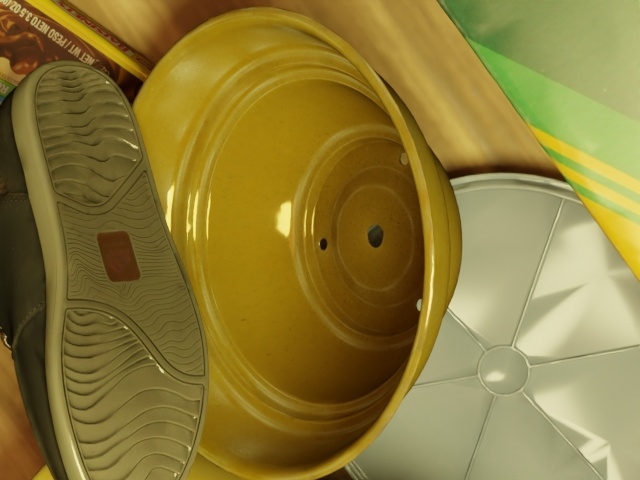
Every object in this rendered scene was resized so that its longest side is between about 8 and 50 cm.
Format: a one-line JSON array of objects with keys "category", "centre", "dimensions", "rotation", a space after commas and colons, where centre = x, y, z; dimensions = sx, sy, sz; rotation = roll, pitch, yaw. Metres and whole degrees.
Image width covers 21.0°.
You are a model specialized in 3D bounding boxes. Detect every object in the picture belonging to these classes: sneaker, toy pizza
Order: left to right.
[{"category": "sneaker", "centre": [-0.124, 0.037, 0.830], "dimensions": [0.118, 0.083, 0.222], "rotation": [-32, 62, 48]}, {"category": "toy pizza", "centre": [0.095, 0.063, 0.885], "dimensions": [0.201, 0.032, 0.201], "rotation": [2, 102, 8]}]

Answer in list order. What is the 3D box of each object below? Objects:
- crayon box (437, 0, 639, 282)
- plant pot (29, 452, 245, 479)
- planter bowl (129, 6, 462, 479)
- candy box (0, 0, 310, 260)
[{"category": "crayon box", "centre": [0.159, -0.044, 0.761], "dimensions": [0.083, 0.203, 0.323], "rotation": [-36, 94, 15]}, {"category": "plant pot", "centre": [-0.044, 0.215, 0.843], "dimensions": [0.239, 0.254, 0.254], "rotation": [33, 106, 17]}, {"category": "planter bowl", "centre": [0.000, 0.000, 0.813], "dimensions": [0.217, 0.090, 0.217], "rotation": [6, 98, 45]}, {"category": "candy box", "centre": [-0.116, -0.048, 0.900], "dimensions": [0.206, 0.027, 0.105], "rotation": [36, 108, 1]}]
